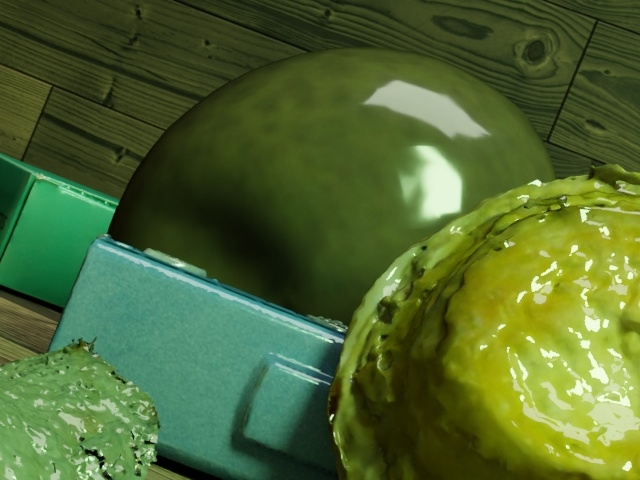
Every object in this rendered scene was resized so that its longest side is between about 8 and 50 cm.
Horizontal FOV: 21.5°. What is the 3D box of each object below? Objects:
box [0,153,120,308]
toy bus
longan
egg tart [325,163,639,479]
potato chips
[{"bbox_3d":[-0.257,0.000,1.724,0.205,0.118,0.311,20,0,-24],"label":"box"},{"bbox_3d":[-0.045,0.087,0.999,0.234,0.116,0.133,21,-2,-3],"label":"toy bus"},{"bbox_3d":[0.000,0.000,1.207,0.350,0.288,0.288,-23,-22,22],"label":"longan"},{"bbox_3d":[0.144,0.074,0.874,0.294,0.295,0.116,22,-26,15],"label":"egg tart"},{"bbox_3d":[-0.156,0.071,0.749,0.167,0.059,0.228,12,4,-27],"label":"potato chips"}]
